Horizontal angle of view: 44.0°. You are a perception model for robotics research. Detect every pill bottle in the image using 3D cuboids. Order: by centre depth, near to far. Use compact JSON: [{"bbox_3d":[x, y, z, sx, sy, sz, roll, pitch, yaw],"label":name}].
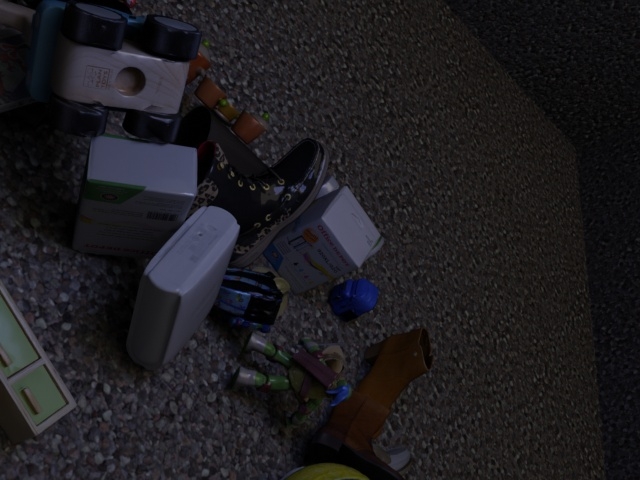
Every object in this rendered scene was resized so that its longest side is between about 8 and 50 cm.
[{"bbox_3d":[0.061,-0.059,2.250,0.245,0.136,0.136,54,39,-15],"label":"pill bottle"}]

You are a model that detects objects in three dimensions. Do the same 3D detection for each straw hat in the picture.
[{"bbox_3d":[-0.114,0.122,2.004,0.144,0.061,0.144,27,51,-39],"label":"straw hat"}]

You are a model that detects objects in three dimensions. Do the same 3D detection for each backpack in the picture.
[{"bbox_3d":[-0.188,0.131,1.845,0.173,0.116,0.158,14,15,-17],"label":"backpack"},{"bbox_3d":[0.094,0.159,2.184,0.101,0.120,0.098,38,46,-31],"label":"backpack"}]

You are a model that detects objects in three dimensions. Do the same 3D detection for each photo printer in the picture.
[{"bbox_3d":[-0.286,0.109,1.622,0.107,0.307,0.256,30,44,5],"label":"photo printer"}]

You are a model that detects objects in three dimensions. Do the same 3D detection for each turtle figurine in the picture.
[{"bbox_3d":[-0.072,0.329,1.879,0.266,0.197,0.274,22,8,-10],"label":"turtle figurine"}]

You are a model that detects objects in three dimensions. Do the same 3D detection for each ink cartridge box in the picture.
[{"bbox_3d":[-0.376,-0.079,1.580,0.201,0.278,0.117,7,60,-20],"label":"ink cartridge box"},{"bbox_3d":[0.000,0.000,2.064,0.171,0.233,0.168,53,39,-15],"label":"ink cartridge box"}]

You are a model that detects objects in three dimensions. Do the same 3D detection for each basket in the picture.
[{"bbox_3d":[-0.243,-0.191,1.953,0.227,0.154,0.204,36,37,-39],"label":"basket"}]

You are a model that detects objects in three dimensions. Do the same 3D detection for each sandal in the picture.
[{"bbox_3d":[0.028,0.339,2.040,0.088,0.079,0.240,60,37,-7],"label":"sandal"}]

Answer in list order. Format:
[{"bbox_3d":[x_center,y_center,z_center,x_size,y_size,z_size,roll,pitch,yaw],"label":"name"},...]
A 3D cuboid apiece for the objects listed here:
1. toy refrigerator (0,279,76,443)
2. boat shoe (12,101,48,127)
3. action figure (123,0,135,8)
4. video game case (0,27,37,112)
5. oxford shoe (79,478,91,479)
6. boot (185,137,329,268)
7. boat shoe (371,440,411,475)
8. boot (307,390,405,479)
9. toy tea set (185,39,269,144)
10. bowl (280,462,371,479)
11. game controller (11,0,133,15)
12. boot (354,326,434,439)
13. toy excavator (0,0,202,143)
[{"bbox_3d":[-0.554,0.212,1.399,0.102,0.094,0.269,-36,100,-53],"label":"toy refrigerator"},{"bbox_3d":[-0.517,-0.324,1.716,0.095,0.112,0.335,52,45,4],"label":"boat shoe"},{"bbox_3d":[-0.528,-0.683,1.891,0.280,0.139,0.091,48,42,-25],"label":"action figure"},{"bbox_3d":[-0.626,-0.344,1.578,0.201,0.023,0.183,44,46,15],"label":"video game case"},{"bbox_3d":[-0.328,0.580,1.436,0.363,0.133,0.130,58,38,-10],"label":"oxford shoe"},{"bbox_3d":[-0.170,-0.137,1.841,0.284,0.377,0.138,42,1,-45],"label":"boot"},{"bbox_3d":[0.126,0.561,2.010,0.302,0.113,0.103,-5,80,-50],"label":"boat shoe"},{"bbox_3d":[0.122,0.501,1.950,0.264,0.096,0.280,20,22,12],"label":"boot"},{"bbox_3d":[-0.252,-0.388,1.972,0.336,0.124,0.200,43,0,-14],"label":"toy tea set"},{"bbox_3d":[-0.020,0.595,1.754,0.289,0.289,0.156,31,6,-37],"label":"bowl"},{"bbox_3d":[-0.549,-0.483,1.806,0.319,0.067,0.166,-8,77,-51],"label":"game controller"},{"bbox_3d":[0.202,0.377,2.121,0.104,0.211,0.295,35,47,-33],"label":"boot"},{"bbox_3d":[-0.499,-0.380,1.527,0.433,0.222,0.445,2,26,-33],"label":"toy excavator"}]
